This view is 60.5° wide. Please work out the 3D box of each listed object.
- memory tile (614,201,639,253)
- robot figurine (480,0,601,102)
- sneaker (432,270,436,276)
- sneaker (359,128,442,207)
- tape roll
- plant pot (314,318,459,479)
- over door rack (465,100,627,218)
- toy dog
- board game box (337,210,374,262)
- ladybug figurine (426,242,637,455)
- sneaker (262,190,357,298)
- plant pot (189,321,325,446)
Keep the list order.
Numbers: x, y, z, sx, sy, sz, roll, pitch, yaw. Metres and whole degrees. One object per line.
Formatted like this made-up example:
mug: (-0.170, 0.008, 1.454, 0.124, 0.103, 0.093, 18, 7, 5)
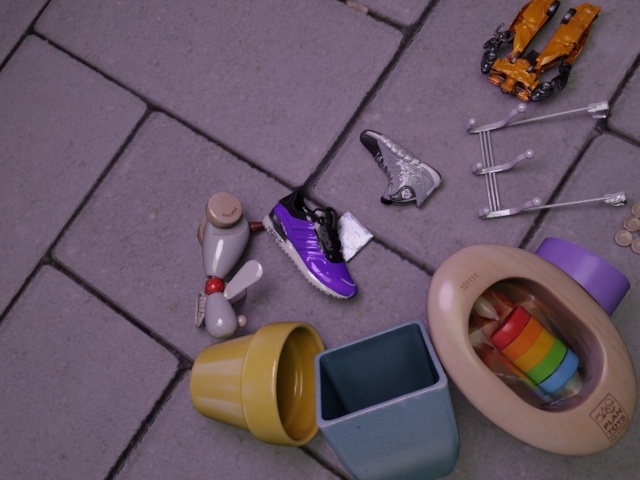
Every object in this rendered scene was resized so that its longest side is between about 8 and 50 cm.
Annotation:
memory tile: (0.737, -0.010, 1.204, 0.148, 0.012, 0.113, 31, 86, 15)
robot figurine: (0.515, -0.456, 1.296, 0.211, 0.085, 0.291, 36, 86, 15)
sneaker: (0.291, 0.151, 1.207, 0.163, 0.086, 0.226, 38, 78, 4)
sneaker: (0.161, -0.159, 1.302, 0.229, 0.086, 0.132, 36, 89, 14)
tape roll: (0.525, 0.079, 1.133, 0.189, 0.189, 0.080, 35, 87, 15)
plant pot: (0.148, 0.355, 1.116, 0.248, 0.247, 0.252, -20, 110, 6)
over door rack: (0.508, -0.186, 1.232, 0.324, 0.108, 0.239, -6, 79, 9)
toy dog: (-0.197, 0.056, 1.288, 0.161, 0.220, 0.333, 2, 86, -21)
board game box: (0.066, -0.009, 1.321, 0.090, 0.020, 0.090, -44, 75, 1)
ladybug figurine: (0.382, 0.204, 1.033, 0.305, 0.162, 0.449, -42, 84, -11)
sneaker: (-0.001, 0.000, 1.270, 0.293, 0.102, 0.146, 47, 108, 15)
plant pot: (-0.139, 0.307, 1.194, 0.239, 0.254, 0.253, -6, 77, 26)
